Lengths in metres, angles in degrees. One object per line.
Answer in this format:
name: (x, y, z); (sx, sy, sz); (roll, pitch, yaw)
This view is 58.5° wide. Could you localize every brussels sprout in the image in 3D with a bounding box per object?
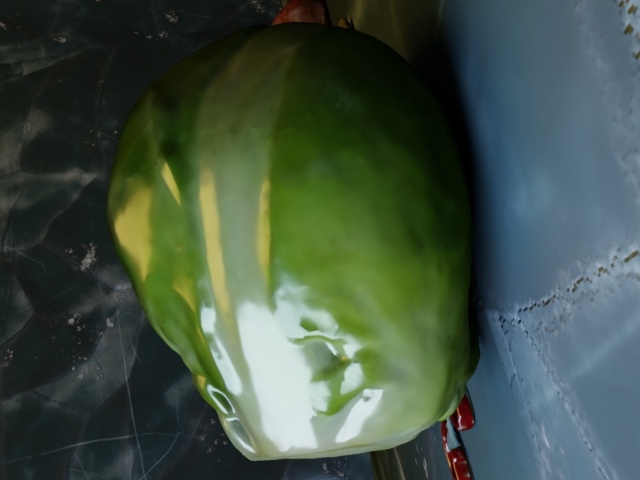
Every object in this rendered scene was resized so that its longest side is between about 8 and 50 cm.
brussels sprout: (-0.020, -0.012, 0.487); (0.315, 0.275, 0.371); (76, -179, -59)

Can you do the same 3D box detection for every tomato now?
tomato: (-0.047, -0.409, 1.233); (0.200, 0.139, 0.233); (94, 168, -55)

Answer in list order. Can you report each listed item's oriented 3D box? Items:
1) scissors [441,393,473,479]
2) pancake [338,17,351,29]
scissors: (0.136, 0.160, 0.680); (0.248, 0.017, 0.144); (-100, 2, -60)
pancake: (0.050, -0.259, 0.928); (0.184, 0.020, 0.191); (-103, 3, -73)
